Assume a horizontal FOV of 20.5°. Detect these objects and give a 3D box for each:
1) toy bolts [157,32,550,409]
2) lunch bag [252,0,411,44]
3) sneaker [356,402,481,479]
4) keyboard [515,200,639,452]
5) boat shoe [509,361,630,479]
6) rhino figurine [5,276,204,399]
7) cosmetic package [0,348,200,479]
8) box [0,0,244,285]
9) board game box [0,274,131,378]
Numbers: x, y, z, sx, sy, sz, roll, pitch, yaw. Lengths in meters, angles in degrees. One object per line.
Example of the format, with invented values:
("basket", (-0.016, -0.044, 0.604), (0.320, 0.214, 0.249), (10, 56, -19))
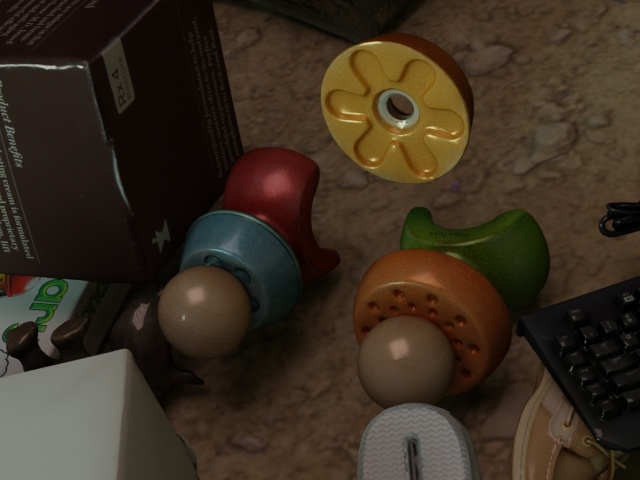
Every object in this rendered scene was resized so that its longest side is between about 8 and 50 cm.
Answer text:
("toy bolts", (0.000, 0.000, 1.116), (0.228, 0.218, 0.158), (-2, 31, 31))
("lunch bag", (-0.009, -0.317, 1.476), (0.287, 0.169, 0.235), (25, 59, 34))
("sneaker", (0.062, 0.219, 0.950), (0.094, 0.091, 0.258), (-2, 66, 14))
("keyboard", (0.270, 0.013, 1.075), (0.317, 0.033, 0.201), (-17, 41, -13))
("boat shoe", (0.154, 0.112, 1.038), (0.059, 0.063, 0.170), (-5, 43, 26))
("rhino figurine", (-0.160, 0.102, 1.141), (0.073, 0.106, 0.243), (7, 35, 47))
("cosmetic package", (-0.141, 0.259, 0.907), (0.155, 0.197, 0.366), (-14, 41, 10))
("box", (-0.186, -0.086, 1.205), (0.203, 0.168, 0.167), (4, 33, 23))
("board game box", (-0.226, 0.008, 1.309), (0.193, 0.053, 0.305), (2, 47, 24))
